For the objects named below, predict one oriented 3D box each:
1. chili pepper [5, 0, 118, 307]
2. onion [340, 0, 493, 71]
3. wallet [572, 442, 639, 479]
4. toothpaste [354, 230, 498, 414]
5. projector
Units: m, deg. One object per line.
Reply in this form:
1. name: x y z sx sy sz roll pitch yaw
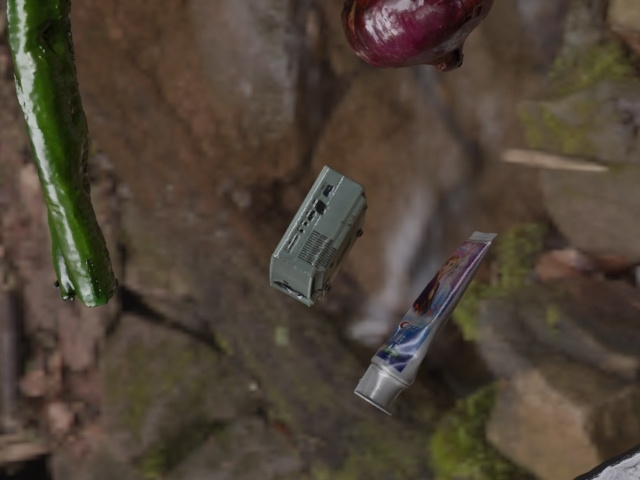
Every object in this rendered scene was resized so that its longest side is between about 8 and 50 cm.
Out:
1. chili pepper: -0.208 -0.118 1.447 0.085 0.076 0.359 36 134 56
2. onion: 0.063 -0.151 1.147 0.107 0.107 0.097 -15 118 49
3. wallet: 0.146 0.244 0.869 0.323 0.041 0.247 -36 71 29
4. toothpaste: 0.137 0.097 2.291 0.266 0.061 0.096 -56 13 -5
5. projector: 0.000 0.000 1.852 0.061 0.147 0.115 30 77 6
